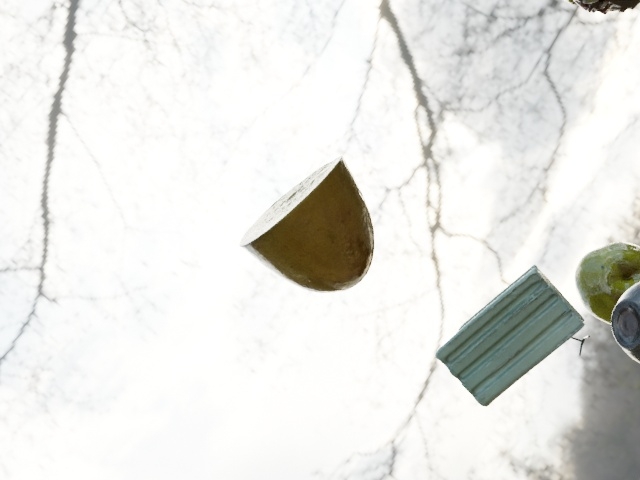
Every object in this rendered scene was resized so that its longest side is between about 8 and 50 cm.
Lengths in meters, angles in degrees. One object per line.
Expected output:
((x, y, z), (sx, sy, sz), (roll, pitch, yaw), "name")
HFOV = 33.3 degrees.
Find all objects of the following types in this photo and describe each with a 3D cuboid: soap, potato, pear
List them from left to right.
((0.000, 0.000, 1.489), (0.203, 0.158, 0.178), (-32, 13, 30), "potato")
((0.278, 0.141, 1.572), (0.198, 0.114, 0.063), (-41, -4, 14), "soap")
((0.653, 0.098, 2.337), (0.198, 0.198, 0.198), (-41, -28, -27), "pear")

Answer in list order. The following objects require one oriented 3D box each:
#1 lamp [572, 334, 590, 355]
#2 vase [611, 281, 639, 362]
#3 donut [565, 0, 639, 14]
((0.410, 0.163, 1.883), (0.054, 0.121, 0.041), (-39, -31, -83), "lamp")
((0.492, 0.112, 1.465), (0.183, 0.120, 0.120), (0, -53, -25), "vase")
((0.310, -0.374, 1.211), (0.235, 0.089, 0.235), (-14, -68, -40), "donut")
